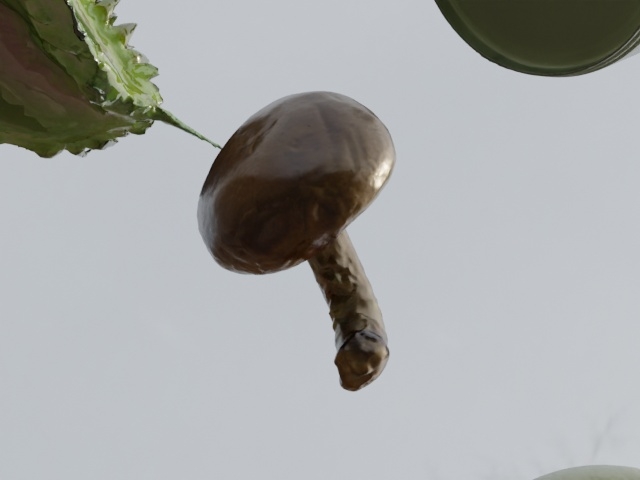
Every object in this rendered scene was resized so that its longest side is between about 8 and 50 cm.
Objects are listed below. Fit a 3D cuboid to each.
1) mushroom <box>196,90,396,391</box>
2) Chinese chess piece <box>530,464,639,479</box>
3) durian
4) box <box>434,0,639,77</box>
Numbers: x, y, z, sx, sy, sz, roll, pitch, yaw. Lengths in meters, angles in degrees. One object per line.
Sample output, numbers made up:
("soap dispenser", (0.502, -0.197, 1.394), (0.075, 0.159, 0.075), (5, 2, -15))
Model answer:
("mushroom", (-0.004, -0.005, 0.776), (0.088, 0.129, 0.073), (-26, -27, 9))
("Chinese chess piece", (0.198, 0.282, 1.370), (0.250, 0.250, 0.101), (37, 1, -13))
("durian", (-0.188, -0.153, 1.038), (0.169, 0.157, 0.355), (35, -17, 30))
("box", (0.207, -0.251, 1.552), (0.226, 0.149, 0.226), (12, -68, 33))
